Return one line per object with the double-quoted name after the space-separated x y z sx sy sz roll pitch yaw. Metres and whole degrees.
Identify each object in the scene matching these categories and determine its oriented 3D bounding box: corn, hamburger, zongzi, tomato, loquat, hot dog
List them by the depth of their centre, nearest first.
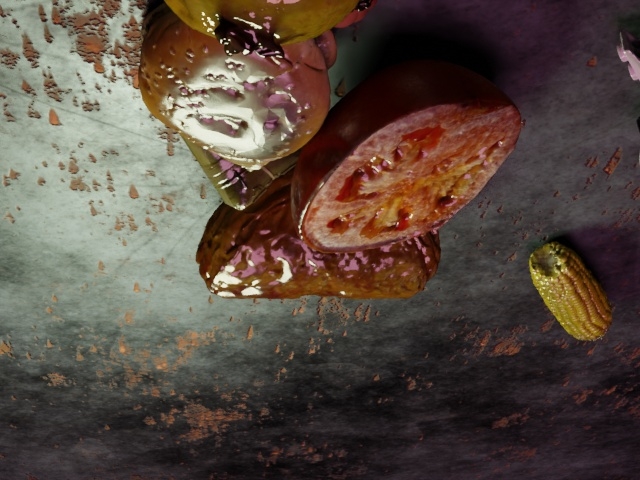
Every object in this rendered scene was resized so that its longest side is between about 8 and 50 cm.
-0.059 -0.288 0.973 0.244 0.244 0.244 -3 150 -2 "loquat"
-0.103 -0.202 1.229 0.243 0.146 0.286 4 152 1 "hamburger"
0.093 -0.126 1.344 0.338 0.144 0.338 -23 153 -12 "tomato"
-0.103 -0.164 1.396 0.178 0.081 0.189 -39 115 -15 "zongzi"
0.000 0.000 1.566 0.387 0.174 0.267 2 153 -18 "hot dog"
0.470 0.101 1.855 0.115 0.115 0.318 -17 148 22 "corn"

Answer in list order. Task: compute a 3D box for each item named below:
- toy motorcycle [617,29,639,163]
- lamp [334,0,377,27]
0.486 -0.178 1.333 0.188 0.143 0.327 -22 138 29 "toy motorcycle"
0.022 -0.292 1.121 0.107 0.092 0.107 -23 136 -25 "lamp"
